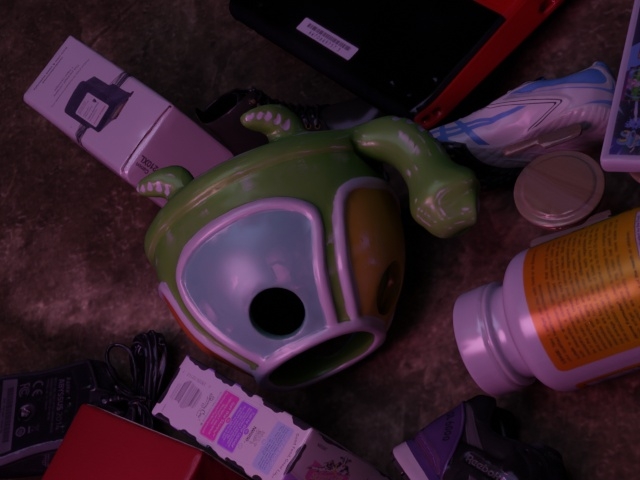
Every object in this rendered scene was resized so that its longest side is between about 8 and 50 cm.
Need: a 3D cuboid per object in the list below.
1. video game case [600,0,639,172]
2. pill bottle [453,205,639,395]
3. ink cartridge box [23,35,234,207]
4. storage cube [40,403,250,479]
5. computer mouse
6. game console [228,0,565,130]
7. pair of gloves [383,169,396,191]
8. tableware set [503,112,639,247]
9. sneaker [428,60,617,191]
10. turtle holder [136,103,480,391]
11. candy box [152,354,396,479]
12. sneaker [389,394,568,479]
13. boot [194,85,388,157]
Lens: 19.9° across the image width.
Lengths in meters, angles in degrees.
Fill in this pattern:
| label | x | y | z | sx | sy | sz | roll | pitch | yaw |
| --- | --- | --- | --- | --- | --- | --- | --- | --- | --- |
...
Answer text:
| label | x | y | z | sx | sy | sz | roll | pitch | yaw |
| --- | --- | --- | --- | --- | --- | --- | --- | --- | --- |
| video game case | 0.367 | -0.147 | 1.693 | 0.183 | 0.023 | 0.201 | 3 | 59 | 24 |
| pill bottle | 0.248 | 0.055 | 1.621 | 0.246 | 0.136 | 0.136 | -22 | 51 | 27 |
| ink cartridge box | -0.204 | -0.117 | 2.077 | 0.100 | 0.172 | 0.237 | -53 | 44 | -1 |
| storage cube | -0.166 | 0.296 | 1.772 | 0.215 | 0.184 | 0.193 | 16 | 74 | 44 |
| computer mouse | -0.288 | 0.209 | 2.018 | 0.272 | 0.072 | 0.188 | -10 | 55 | 20 |
| game console | 0.113 | -0.305 | 1.994 | 0.342 | 0.060 | 0.386 | -48 | 43 | -5 |
| pair of gloves | 0.038 | -0.048 | 1.951 | 0.083 | 0.010 | 0.074 | -44 | 44 | 7 |
| tableware set | 0.278 | -0.058 | 1.707 | 0.194 | 0.039 | 0.128 | -18 | 52 | 9 |
| sneaker | 0.192 | -0.112 | 1.818 | 0.237 | 0.085 | 0.086 | -16 | 43 | 27 |
| turtle holder | -0.005 | 0.010 | 1.819 | 0.320 | 0.243 | 0.227 | -19 | 67 | -9 |
| candy box | -0.039 | 0.202 | 1.742 | 0.196 | 0.165 | 0.070 | 24 | 81 | 46 |
| sneaker | 0.172 | 0.240 | 1.594 | 0.124 | 0.107 | 0.283 | -40 | 45 | 4 |
| boot | -0.022 | -0.134 | 1.959 | 0.198 | 0.137 | 0.077 | -31 | 37 | 18 |
